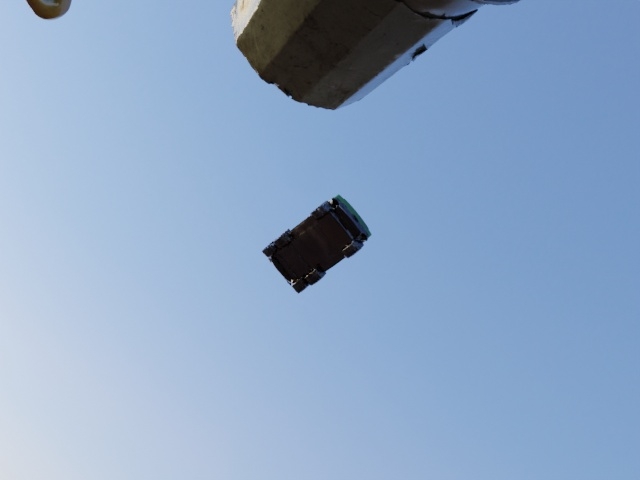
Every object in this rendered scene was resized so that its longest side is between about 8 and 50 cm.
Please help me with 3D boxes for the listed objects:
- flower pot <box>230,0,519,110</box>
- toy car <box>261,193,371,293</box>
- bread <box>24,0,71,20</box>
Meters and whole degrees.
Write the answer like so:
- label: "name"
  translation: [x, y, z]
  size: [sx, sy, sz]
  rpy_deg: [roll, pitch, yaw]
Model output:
- label: "flower pot"
  translation: [0.039, -0.213, 0.711]
  size: [0.212, 0.212, 0.202]
  rpy_deg: [40, -44, -4]
- label: "toy car"
  translation: [0.000, 0.000, 1.022]
  size: [0.071, 0.062, 0.165]
  rpy_deg: [50, -39, -3]
- label: "bread"
  translation: [-0.390, -0.370, 1.176]
  size: [0.239, 0.074, 0.092]
  rpy_deg: [47, -10, 49]
